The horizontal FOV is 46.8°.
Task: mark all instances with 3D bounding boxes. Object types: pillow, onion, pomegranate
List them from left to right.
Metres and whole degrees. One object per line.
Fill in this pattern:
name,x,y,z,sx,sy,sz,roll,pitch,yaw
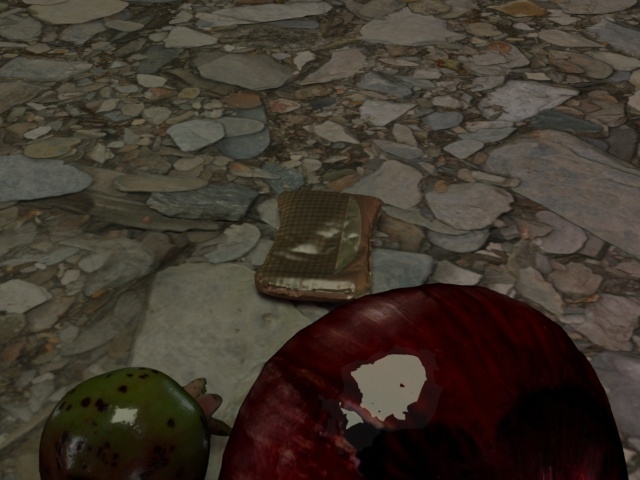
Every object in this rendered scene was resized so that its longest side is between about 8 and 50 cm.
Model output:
pomegranate,-0.142,0.163,0.578,0.129,0.159,0.129,-3,77,12
pillow,0.003,0.001,0.869,0.135,0.034,0.211,5,37,5
onion,0.082,0.162,0.431,0.273,0.273,0.285,-16,16,-22
